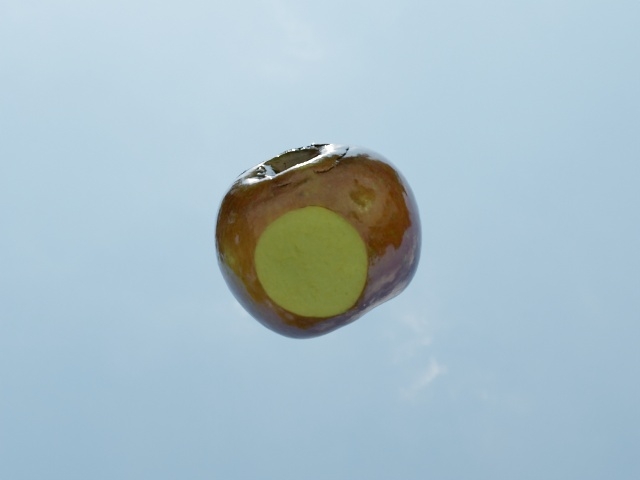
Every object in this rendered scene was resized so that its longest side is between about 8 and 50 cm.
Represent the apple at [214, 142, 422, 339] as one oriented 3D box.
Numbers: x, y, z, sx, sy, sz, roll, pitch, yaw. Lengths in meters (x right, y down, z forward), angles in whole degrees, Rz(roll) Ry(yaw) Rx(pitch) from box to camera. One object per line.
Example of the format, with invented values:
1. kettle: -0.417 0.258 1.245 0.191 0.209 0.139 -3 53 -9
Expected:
1. apple: 0.000 0.000 0.711 0.114 0.102 0.099 -19 -163 6
